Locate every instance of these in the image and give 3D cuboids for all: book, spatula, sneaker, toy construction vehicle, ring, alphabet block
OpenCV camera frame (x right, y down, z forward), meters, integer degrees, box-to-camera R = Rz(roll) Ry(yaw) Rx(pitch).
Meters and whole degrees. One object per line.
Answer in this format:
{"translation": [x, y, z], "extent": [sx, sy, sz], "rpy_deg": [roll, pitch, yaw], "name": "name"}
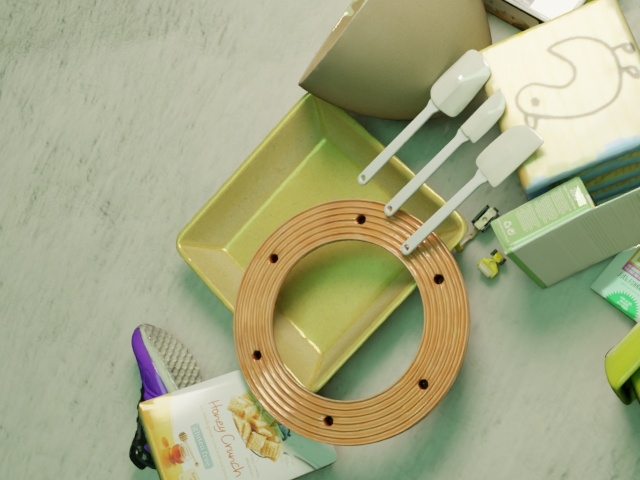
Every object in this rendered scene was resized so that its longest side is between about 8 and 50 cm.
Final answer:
{"translation": [0.441, 0.037, 1.058], "extent": [0.096, 0.035, 0.144], "rpy_deg": [41, 95, 27], "name": "book"}
{"translation": [0.154, -0.108, 1.036], "extent": [0.242, 0.019, 0.168], "rpy_deg": [-46, 64, 32], "name": "spatula"}
{"translation": [-0.239, 0.271, 1.213], "extent": [0.146, 0.102, 0.293], "rpy_deg": [-36, 70, 10], "name": "sneaker"}
{"translation": [0.249, -0.001, 1.135], "extent": [0.086, 0.035, 0.098], "rpy_deg": [43, 98, 11], "name": "toy construction vehicle"}
{"translation": [0.038, 0.108, 1.101], "extent": [0.336, 0.032, 0.337], "rpy_deg": [-4, 77, 20], "name": "ring"}
{"translation": [0.330, -0.163, 1.050], "extent": [0.192, 0.193, 0.197], "rpy_deg": [-22, 72, 13], "name": "alphabet block"}

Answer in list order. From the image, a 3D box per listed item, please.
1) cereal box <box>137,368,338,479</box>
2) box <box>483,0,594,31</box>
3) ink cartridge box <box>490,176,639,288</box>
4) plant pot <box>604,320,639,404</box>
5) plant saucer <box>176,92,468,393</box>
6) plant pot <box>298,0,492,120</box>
{"translation": [-0.115, 0.273, 1.129], "extent": [0.240, 0.047, 0.173], "rpy_deg": [-17, 71, -22], "name": "cereal box"}
{"translation": [0.286, -0.421, 1.174], "extent": [0.290, 0.087, 0.169], "rpy_deg": [39, 94, 22], "name": "box"}
{"translation": [0.352, -0.028, 1.009], "extent": [0.235, 0.171, 0.056], "rpy_deg": [-30, 59, 19], "name": "ink cartridge box"}
{"translation": [0.467, 0.158, 0.923], "extent": [0.227, 0.228, 0.207], "rpy_deg": [-48, 61, 5], "name": "plant pot"}
{"translation": [0.000, 0.000, 1.195], "extent": [0.333, 0.081, 0.333], "rpy_deg": [-47, 68, 6], "name": "plant saucer"}
{"translation": [0.126, -0.278, 1.130], "extent": [0.191, 0.284, 0.284], "rpy_deg": [36, 93, -10], "name": "plant pot"}
